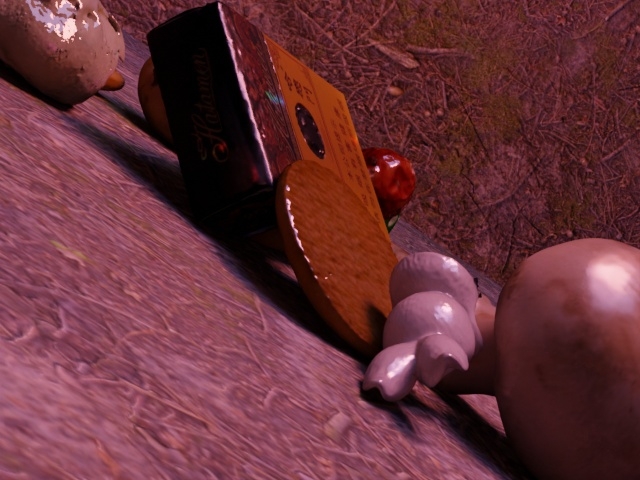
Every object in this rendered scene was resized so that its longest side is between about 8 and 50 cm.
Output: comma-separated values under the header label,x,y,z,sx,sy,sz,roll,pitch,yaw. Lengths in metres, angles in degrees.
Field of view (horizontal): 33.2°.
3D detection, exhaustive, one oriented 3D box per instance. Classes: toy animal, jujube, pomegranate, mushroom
label,x,y,z,sx,sy,sz,roll,pitch,yaw
toy animal,0.109,0.118,1.110,0.104,0.130,0.220,-3,29,15
jujube,0.073,-0.093,1.966,0.155,0.155,0.230,32,-21,-31
pomegranate,-0.197,-0.227,1.688,0.191,0.191,0.191,35,7,-5
mushroom,0.282,0.145,1.245,0.290,0.297,0.298,-6,-26,43

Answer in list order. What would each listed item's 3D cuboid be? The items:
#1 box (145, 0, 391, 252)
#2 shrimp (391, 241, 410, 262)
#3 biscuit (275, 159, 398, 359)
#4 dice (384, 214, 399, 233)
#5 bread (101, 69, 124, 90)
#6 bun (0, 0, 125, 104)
label,x,y,z,sx,sy,sz,roll,pitch,yaw
box,-0.056,-0.122,1.432,0.415,0.116,0.264,25,47,-64
shrimp,0.153,0.060,1.955,0.254,0.059,0.145,36,-5,43
biscuit,0.028,0.025,1.233,0.262,0.037,0.262,47,25,-30
dice,0.078,-0.064,2.141,0.131,0.120,0.128,41,7,24
bread,-0.357,-0.265,1.643,0.136,0.054,0.154,28,16,-40
bun,-0.347,-0.282,1.364,0.239,0.141,0.239,47,11,-12
